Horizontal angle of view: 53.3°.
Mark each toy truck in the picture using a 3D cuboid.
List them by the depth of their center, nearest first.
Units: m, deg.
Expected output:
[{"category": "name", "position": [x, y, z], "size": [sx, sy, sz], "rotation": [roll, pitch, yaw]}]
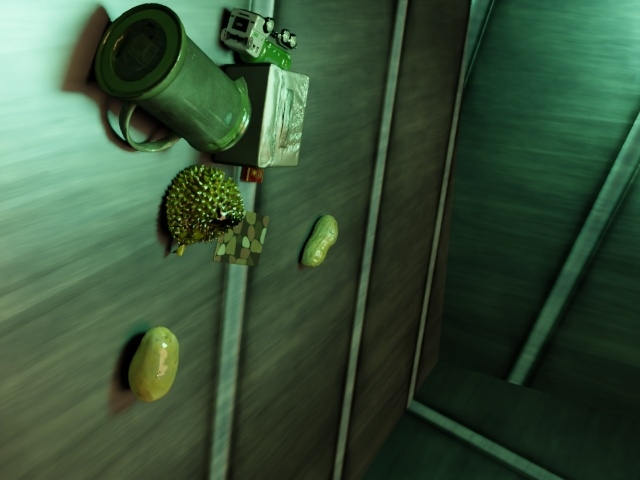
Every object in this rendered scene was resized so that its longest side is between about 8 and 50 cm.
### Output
[{"category": "toy truck", "position": [-0.151, -0.506, 1.649], "size": [0.242, 0.101, 0.125], "rotation": [5, 109, -66]}]

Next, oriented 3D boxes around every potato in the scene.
[{"category": "potato", "position": [-0.393, 0.291, 1.514], "size": [0.118, 0.109, 0.178], "rotation": [13, 90, -50]}]

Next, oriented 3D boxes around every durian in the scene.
[{"category": "durian", "position": [-0.275, -0.066, 1.554], "size": [0.193, 0.137, 0.238], "rotation": [37, 69, -62]}]

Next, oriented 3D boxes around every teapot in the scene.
[{"category": "teapot", "position": [-0.306, -0.298, 1.354], "size": [0.270, 0.200, 0.337], "rotation": [-50, 154, 3]}]

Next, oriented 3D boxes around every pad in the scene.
[{"category": "pad", "position": [-0.223, -0.008, 1.835], "size": [0.235, 0.003, 0.158], "rotation": [14, 89, -64]}]

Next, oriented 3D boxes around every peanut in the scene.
[{"category": "peanut", "position": [0.000, 0.000, 2.198], "size": [0.214, 0.099, 0.100], "rotation": [-56, 147, -26]}]

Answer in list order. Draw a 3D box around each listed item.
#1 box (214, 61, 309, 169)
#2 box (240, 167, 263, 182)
[{"category": "box", "position": [-0.148, -0.310, 1.621], "size": [0.153, 0.188, 0.253], "rotation": [-2, 101, -46]}, {"category": "box", "position": [-0.191, -0.191, 1.793], "size": [0.082, 0.023, 0.052], "rotation": [-3, 103, -63]}]
